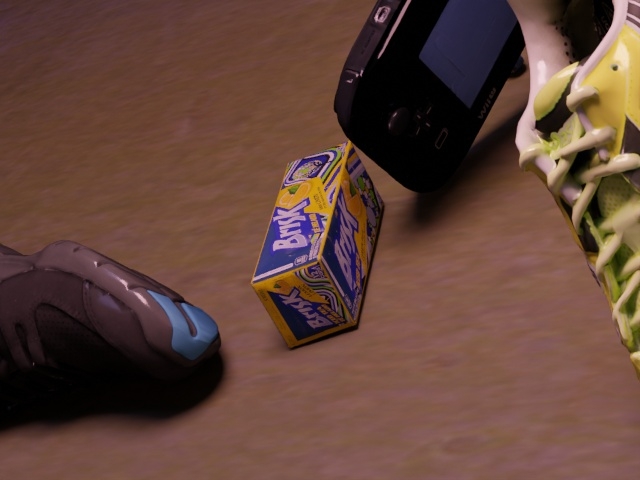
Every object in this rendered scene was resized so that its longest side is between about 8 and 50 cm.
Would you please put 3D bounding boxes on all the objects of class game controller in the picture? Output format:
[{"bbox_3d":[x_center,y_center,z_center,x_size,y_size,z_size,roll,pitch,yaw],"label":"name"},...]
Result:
[{"bbox_3d":[0.117,-0.189,1.390,0.067,0.166,0.319,26,85,39],"label":"game controller"}]

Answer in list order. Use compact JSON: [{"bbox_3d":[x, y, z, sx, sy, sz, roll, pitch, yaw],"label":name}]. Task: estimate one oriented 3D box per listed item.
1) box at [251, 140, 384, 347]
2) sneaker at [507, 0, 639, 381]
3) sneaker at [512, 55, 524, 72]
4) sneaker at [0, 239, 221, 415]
[{"bbox_3d":[0.000,0.000,1.377,0.054,0.059,0.169,-21,25,19],"label":"box"},{"bbox_3d":[0.169,-0.011,0.987,0.145,0.147,0.384,-53,38,42],"label":"sneaker"},{"bbox_3d":[0.101,-0.144,1.575,0.135,0.052,0.058,19,82,39],"label":"sneaker"},{"bbox_3d":[-0.204,0.074,1.415,0.341,0.125,0.139,8,70,47],"label":"sneaker"}]
